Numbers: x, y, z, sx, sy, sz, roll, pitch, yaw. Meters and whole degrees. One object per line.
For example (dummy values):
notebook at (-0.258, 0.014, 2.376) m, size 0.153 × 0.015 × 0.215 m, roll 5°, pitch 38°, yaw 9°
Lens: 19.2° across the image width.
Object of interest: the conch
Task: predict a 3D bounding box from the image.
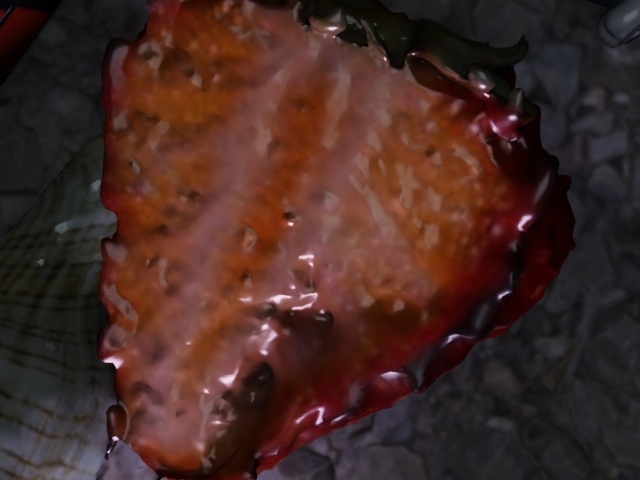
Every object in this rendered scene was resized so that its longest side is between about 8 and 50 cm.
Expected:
conch at (-0.205, 0.106, 1.051) m, size 0.386 × 0.169 × 0.203 m, roll -43°, pitch 115°, yaw 7°

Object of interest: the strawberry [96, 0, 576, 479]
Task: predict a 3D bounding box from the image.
strawberry at (0.017, -0.004, 1.041) m, size 0.253 × 0.150 × 0.280 m, roll 6°, pitch 100°, yaw 17°

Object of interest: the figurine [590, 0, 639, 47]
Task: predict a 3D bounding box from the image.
figurine at (0.144, -0.248, 1.021) m, size 0.193 × 0.140 × 0.265 m, roll -28°, pitch 104°, yaw 28°

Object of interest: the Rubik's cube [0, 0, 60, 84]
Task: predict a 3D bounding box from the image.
Rubik's cube at (-0.287, -0.186, 0.979) m, size 0.288 × 0.283 × 0.293 m, roll 35°, pitch 93°, yaw 0°
